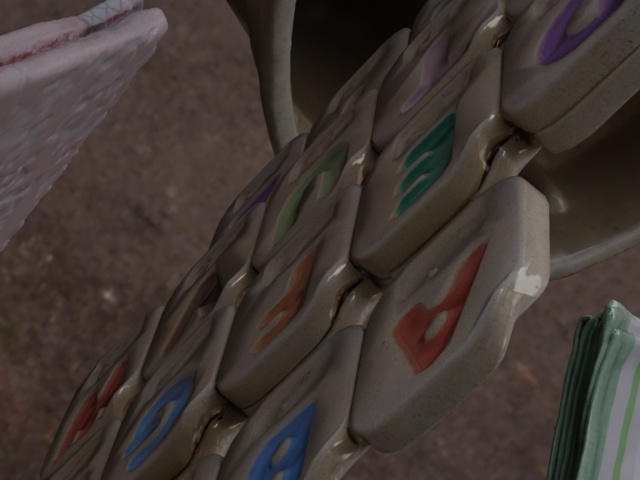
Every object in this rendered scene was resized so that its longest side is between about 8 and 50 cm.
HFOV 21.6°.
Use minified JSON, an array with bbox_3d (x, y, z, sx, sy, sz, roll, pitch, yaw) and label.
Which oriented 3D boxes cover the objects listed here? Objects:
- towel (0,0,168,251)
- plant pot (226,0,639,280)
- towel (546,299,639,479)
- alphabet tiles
[{"bbox_3d":[-0.274,-0.027,1.172,0.053,0.332,0.317,44,29,5],"label":"towel"},{"bbox_3d":[0.055,-0.196,0.847,0.334,0.333,0.305,10,27,-39],"label":"plant pot"},{"bbox_3d":[0.263,0.194,1.261,0.325,0.038,0.247,21,79,-50],"label":"towel"},{"bbox_3d":[0.000,0.000,0.495,0.021,0.284,0.278,39,26,-14],"label":"alphabet tiles"}]
